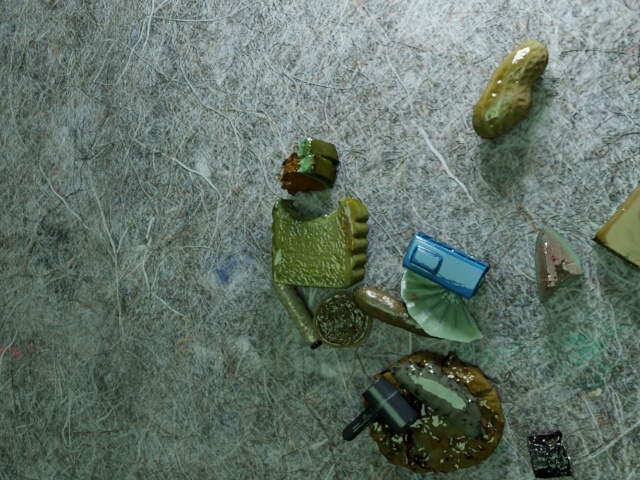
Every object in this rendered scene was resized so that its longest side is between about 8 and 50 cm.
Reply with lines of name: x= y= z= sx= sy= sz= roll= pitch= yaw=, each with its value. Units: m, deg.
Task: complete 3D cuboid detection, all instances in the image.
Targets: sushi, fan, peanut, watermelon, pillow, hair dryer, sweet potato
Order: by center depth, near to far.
watermelon: x=0.507 y=0.044 z=1.022 sx=0.101 sy=0.080 sz=0.155 roll=-14 pitch=71 yaw=15
peanut: x=0.412 y=-0.322 z=1.031 sx=0.108 sy=0.095 sz=0.226 roll=27 pitch=100 yaw=5
sushi: x=0.498 y=0.469 z=1.037 sx=0.084 sy=0.098 sz=0.094 roll=-18 pitch=66 yaw=20
pillow: x=0.274 y=0.341 z=1.067 sx=0.241 sy=0.051 sz=0.093 roll=36 pitch=107 yaw=18
fan: x=0.276 y=0.154 z=1.122 sx=0.131 sy=0.009 sz=0.240 roll=-39 pitch=66 yaw=-11
hair dryer: x=0.118 y=0.431 z=1.133 sx=0.124 sy=0.071 sz=0.219 roll=50 pitch=117 yaw=18
sweet potato: x=0.204 y=0.184 z=1.160 sx=0.273 sy=0.075 sz=0.075 roll=22 pitch=101 yaw=17

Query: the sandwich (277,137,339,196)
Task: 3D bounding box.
sandwich: x=-0.042 y=-0.186 z=1.194 sx=0.160 sy=0.185 sz=0.109 roll=-8 pitch=81 yaw=21

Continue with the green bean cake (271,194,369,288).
green bean cake: x=0.000 y=0.000 z=1.214 sx=0.236 sy=0.124 sz=0.232 roll=3 pitch=95 yaw=24

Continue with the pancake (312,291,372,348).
pancake: x=0.057 y=0.208 z=1.237 sx=0.158 sy=0.028 sz=0.158 roll=-1 pitch=85 yaw=10

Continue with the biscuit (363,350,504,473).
biscuit: x=0.259 y=0.418 z=1.142 sx=0.334 sy=0.081 sz=0.289 roll=-25 pitch=83 yaw=22

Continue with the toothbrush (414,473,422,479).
toothbrush: x=0.267 y=0.668 z=1.183 sx=0.022 sy=0.017 sz=0.204 roll=-21 pitch=83 yaw=43

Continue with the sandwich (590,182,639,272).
sandwich: x=0.709 y=-0.013 z=0.927 sx=0.245 sy=0.063 sz=0.212 roll=38 pitch=105 yaw=17

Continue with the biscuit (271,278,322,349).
biscuit: x=-0.061 y=0.191 z=1.285 sx=0.055 sy=0.061 sz=0.219 roll=-29 pitch=79 yaw=-22

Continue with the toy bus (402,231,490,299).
toy bus: x=0.283 y=0.054 z=1.098 sx=0.185 sy=0.106 sz=0.090 roll=27 pitch=105 yaw=21
